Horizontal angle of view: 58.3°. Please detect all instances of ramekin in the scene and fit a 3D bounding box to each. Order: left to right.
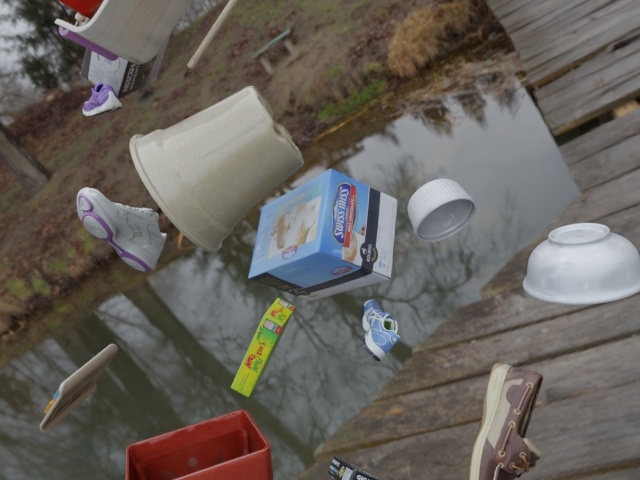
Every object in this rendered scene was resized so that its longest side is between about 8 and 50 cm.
[{"bbox_3d":[0.373,-0.100,1.810,0.207,0.207,0.109,-31,56,9],"label":"ramekin"}]

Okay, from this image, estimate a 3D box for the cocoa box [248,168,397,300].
[{"bbox_3d":[0.000,0.000,1.520,0.347,0.227,0.232,-22,52,52],"label":"cocoa box"}]

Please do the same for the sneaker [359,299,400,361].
[{"bbox_3d":[0.150,0.210,1.412,0.081,0.080,0.211,-40,23,16],"label":"sneaker"}]

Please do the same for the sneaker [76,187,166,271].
[{"bbox_3d":[-0.518,-0.052,1.510,0.114,0.305,0.152,8,58,29],"label":"sneaker"}]

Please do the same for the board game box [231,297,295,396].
[{"bbox_3d":[-0.115,0.215,1.156,0.181,0.043,0.092,-64,-4,19],"label":"board game box"}]

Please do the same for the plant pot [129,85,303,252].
[{"bbox_3d":[-0.221,-0.193,1.367,0.305,0.334,0.334,-33,21,6],"label":"plant pot"}]

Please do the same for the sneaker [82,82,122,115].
[{"bbox_3d":[-0.535,-0.346,1.403,0.068,0.071,0.169,-23,16,-38],"label":"sneaker"}]

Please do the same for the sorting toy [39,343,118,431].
[{"bbox_3d":[-0.614,0.367,1.450,0.208,0.038,0.193,-53,-4,34],"label":"sorting toy"}]

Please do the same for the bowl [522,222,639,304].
[{"bbox_3d":[0.655,0.041,1.439,0.297,0.134,0.298,-12,16,4],"label":"bowl"}]

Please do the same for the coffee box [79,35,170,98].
[{"bbox_3d":[-0.454,-0.512,1.388,0.297,0.118,0.168,-55,0,38],"label":"coffee box"}]

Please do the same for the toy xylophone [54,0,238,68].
[{"bbox_3d":[-0.225,-0.383,0.834,0.323,0.236,0.081,-48,64,6],"label":"toy xylophone"}]

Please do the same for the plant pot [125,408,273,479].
[{"bbox_3d":[-0.230,0.526,1.160,0.267,0.236,0.267,-14,4,-17],"label":"plant pot"}]

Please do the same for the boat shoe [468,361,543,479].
[{"bbox_3d":[0.396,0.432,1.195,0.123,0.123,0.342,5,67,33],"label":"boat shoe"}]

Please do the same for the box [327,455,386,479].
[{"bbox_3d":[0.142,0.621,1.433,0.051,0.220,0.175,-64,8,-15],"label":"box"}]
